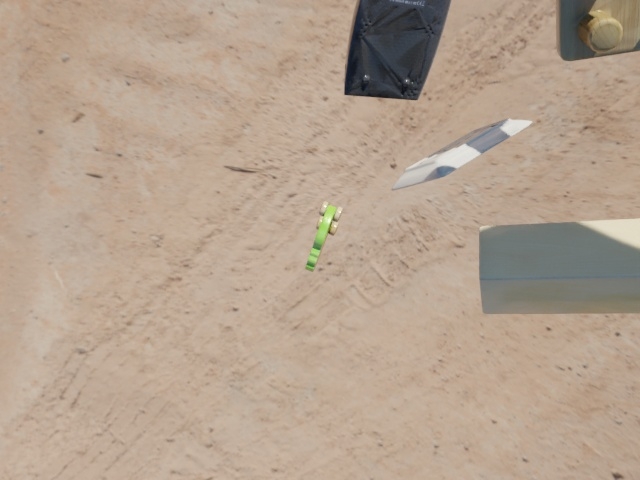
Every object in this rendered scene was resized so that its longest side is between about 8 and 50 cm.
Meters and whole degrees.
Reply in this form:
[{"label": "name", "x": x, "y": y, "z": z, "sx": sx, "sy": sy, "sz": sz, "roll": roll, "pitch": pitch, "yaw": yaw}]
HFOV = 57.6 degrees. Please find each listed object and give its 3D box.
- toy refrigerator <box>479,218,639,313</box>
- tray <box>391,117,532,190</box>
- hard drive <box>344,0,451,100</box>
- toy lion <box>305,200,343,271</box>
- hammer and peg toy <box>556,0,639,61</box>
[{"label": "toy refrigerator", "x": 0.362, "y": 0.040, "z": 0.811, "sx": 0.269, "sy": 0.102, "sz": 0.094, "roll": -3, "pitch": 137, "yaw": 17}, {"label": "tray", "x": 0.262, "y": -0.169, "z": 1.091, "sx": 0.270, "sy": 0.145, "sz": 0.030, "roll": -31, "pitch": 99, "yaw": -30}, {"label": "hard drive", "x": 0.132, "y": -0.380, "z": 1.029, "sx": 0.172, "sy": 0.054, "sz": 0.254, "roll": -1, "pitch": 126, "yaw": -20}, {"label": "toy lion", "x": 0.000, "y": 0.000, "z": 0.908, "sx": 0.034, "sy": 0.100, "sz": 0.096, "roll": 21, "pitch": 70, "yaw": 3}, {"label": "hammer and peg toy", "x": 0.368, "y": -0.382, "z": 0.592, "sx": 0.266, "sy": 0.127, "sz": 0.361, "roll": -6, "pitch": 119, "yaw": 13}]
